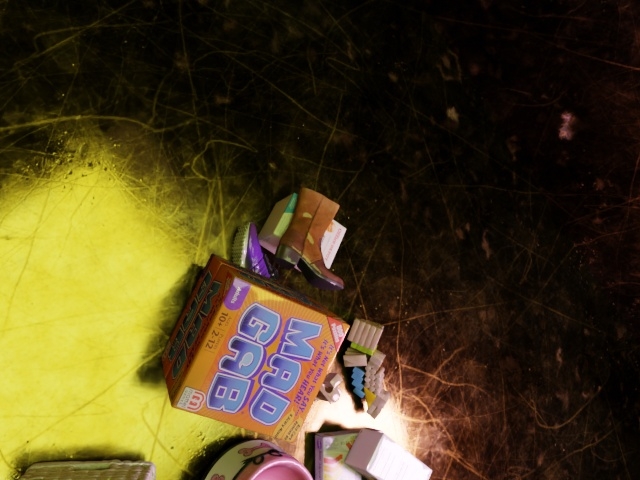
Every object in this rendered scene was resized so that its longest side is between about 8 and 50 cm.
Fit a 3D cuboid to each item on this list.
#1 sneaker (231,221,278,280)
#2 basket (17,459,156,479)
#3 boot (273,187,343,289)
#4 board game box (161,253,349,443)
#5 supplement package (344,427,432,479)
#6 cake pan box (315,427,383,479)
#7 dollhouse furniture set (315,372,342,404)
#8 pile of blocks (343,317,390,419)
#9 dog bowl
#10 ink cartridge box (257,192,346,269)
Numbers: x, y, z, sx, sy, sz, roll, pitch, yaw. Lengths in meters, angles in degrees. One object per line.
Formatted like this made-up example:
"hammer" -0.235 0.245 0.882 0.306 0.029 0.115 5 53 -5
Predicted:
"sneaker" -0.213 0.086 1.693 0.146 0.102 0.293 3 86 -29
"basket" -0.588 0.731 1.226 0.328 0.266 0.331 6 75 -15
"boot" 0.000 0.000 1.654 0.264 0.096 0.280 28 62 -13
"board game box" -0.203 0.292 1.451 0.357 0.356 0.356 26 88 -22
"supplement package" 0.229 0.764 1.705 0.244 0.139 0.134 41 62 -16
"cake pan box" 0.106 0.791 1.749 0.267 0.070 0.245 8 79 -29
"dollhouse furniture set" -0.012 0.527 1.666 0.161 0.182 0.101 -41 101 -29
"pile of blocks" 0.172 0.456 1.845 0.112 0.149 0.362 -9 95 -73
"dog bowl" -0.171 0.808 1.482 0.408 0.150 0.408 11 74 -43
"ink cartridge box" -0.066 -0.018 1.750 0.233 0.168 0.171 34 66 -19
